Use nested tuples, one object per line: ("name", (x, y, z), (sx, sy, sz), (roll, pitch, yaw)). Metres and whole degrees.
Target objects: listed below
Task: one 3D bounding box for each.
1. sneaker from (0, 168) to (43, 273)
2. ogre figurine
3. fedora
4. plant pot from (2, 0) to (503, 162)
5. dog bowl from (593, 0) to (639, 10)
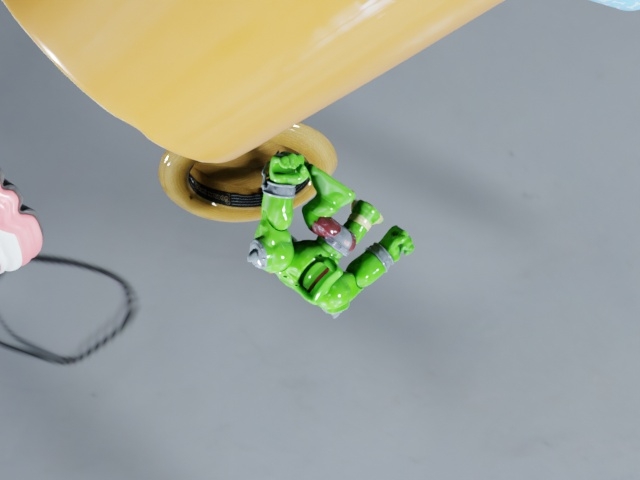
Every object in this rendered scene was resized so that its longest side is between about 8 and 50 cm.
("sneaker", (-0.303, -0.056, 1.020), (0.136, 0.314, 0.116), (-46, 40, -15))
("ogre figurine", (0.000, 0.000, 1.632), (0.097, 0.197, 0.118), (31, 86, 32))
("fedora", (-0.081, -0.098, 1.761), (0.194, 0.194, 0.079), (-20, 54, 15))
("plant pot", (-0.008, -0.133, 0.537), (0.188, 0.205, 0.205), (-41, 64, 20))
("dog bowl", (0.353, -0.390, 1.848), (0.166, 0.074, 0.297), (-30, 46, 44))
